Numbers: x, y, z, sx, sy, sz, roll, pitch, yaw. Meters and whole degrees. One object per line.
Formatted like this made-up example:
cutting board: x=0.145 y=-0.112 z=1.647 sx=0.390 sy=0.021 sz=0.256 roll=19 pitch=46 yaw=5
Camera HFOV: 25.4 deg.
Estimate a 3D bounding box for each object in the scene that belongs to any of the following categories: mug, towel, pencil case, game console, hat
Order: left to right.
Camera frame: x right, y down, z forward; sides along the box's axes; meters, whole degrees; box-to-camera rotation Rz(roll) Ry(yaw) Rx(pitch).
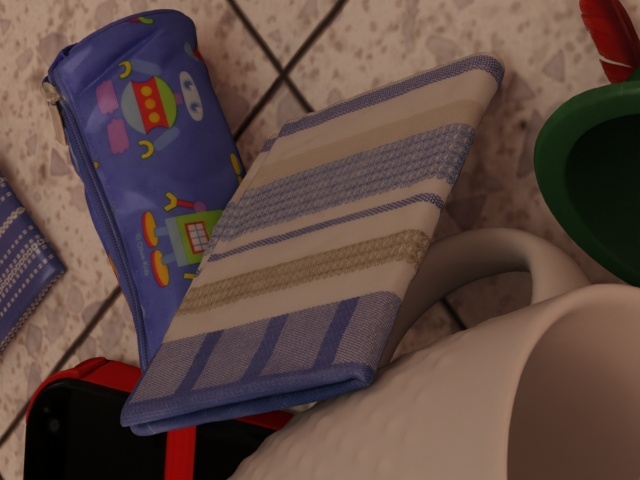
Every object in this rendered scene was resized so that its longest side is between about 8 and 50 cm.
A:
towel: x=-0.377 y=-0.022 z=1.342 sx=0.243 sy=0.040 sz=0.336 roll=-49 pitch=65 yaw=30
pencil case: x=-0.111 y=-0.020 z=1.043 sx=0.119 sy=0.133 sz=0.306 roll=-41 pitch=66 yaw=58
game console: x=-0.111 y=0.305 z=1.130 sx=0.342 sy=0.060 sz=0.386 roll=10 pitch=101 yaw=33
towel: x=0.000 y=0.000 z=0.897 sx=0.209 sy=0.285 sz=0.034 roll=-17 pitch=124 yaw=39
mug: x=0.078 y=0.163 z=0.839 sx=0.328 sy=0.276 sz=0.374 roll=-27 pitch=47 yaw=42
hat: x=0.228 y=-0.090 z=0.824 sx=0.208 sy=0.183 sz=0.173 roll=45 pitch=143 yaw=-22
